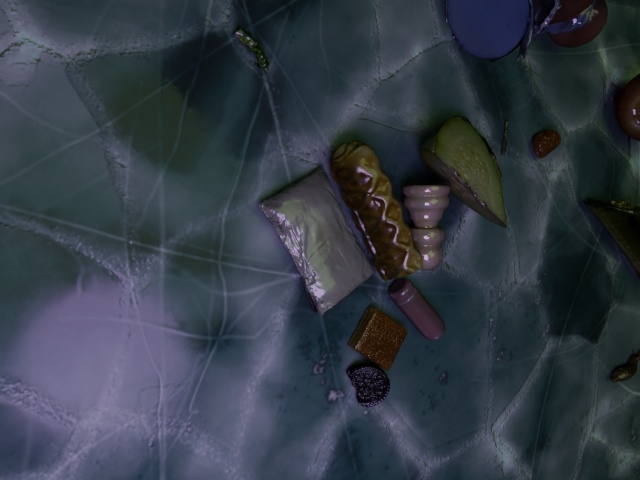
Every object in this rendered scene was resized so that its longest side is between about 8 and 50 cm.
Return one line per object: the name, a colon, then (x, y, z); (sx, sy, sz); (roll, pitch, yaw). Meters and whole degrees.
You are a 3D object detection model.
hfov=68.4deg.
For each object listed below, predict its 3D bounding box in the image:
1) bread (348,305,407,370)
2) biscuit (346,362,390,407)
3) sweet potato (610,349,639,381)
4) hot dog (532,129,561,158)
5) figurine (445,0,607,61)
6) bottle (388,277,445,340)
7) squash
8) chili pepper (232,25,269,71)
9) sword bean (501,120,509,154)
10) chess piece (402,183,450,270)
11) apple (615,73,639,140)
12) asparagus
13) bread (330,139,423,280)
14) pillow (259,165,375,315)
bread: (0.111, 0.186, 0.899); (0.094, 0.035, 0.090); (37, 73, -23)
biscuit: (0.087, 0.270, 0.881); (0.089, 0.027, 0.087); (19, 103, -9)
sweet potato: (0.847, 0.356, 1.298); (0.153, 0.038, 0.041); (-26, 125, -28)
hot dog: (0.537, -0.232, 1.126); (0.083, 0.035, 0.058); (-33, 105, -24)
figurine: (0.487, -0.525, 0.989); (0.388, 0.276, 0.248); (-36, 83, -26)
bottle: (0.191, 0.137, 0.932); (0.140, 0.053, 0.053); (48, 69, -20)
squash: (0.300, -0.168, 0.935); (0.155, 0.204, 0.237); (-46, 114, 4)
chili pepper: (-0.111, -0.320, 0.786); (0.083, 0.022, 0.027); (48, 36, -19)
sword bean: (0.423, -0.235, 1.079); (0.012, 0.012, 0.083); (11, 84, -28)
chess piece: (0.210, -0.026, 0.924); (0.094, 0.094, 0.170); (-7, 98, -28)
apple: (0.893, -0.351, 1.223); (0.188, 0.211, 0.210); (-23, 101, -28)
asparagus: (0.848, -0.014, 1.252); (0.382, 0.128, 0.108); (41, 37, -21)
bread: (0.099, -0.054, 0.854); (0.087, 0.098, 0.269); (-27, 104, -1)
pillow: (0.000, 0.000, 0.832); (0.148, 0.050, 0.229); (-34, 106, -31)
